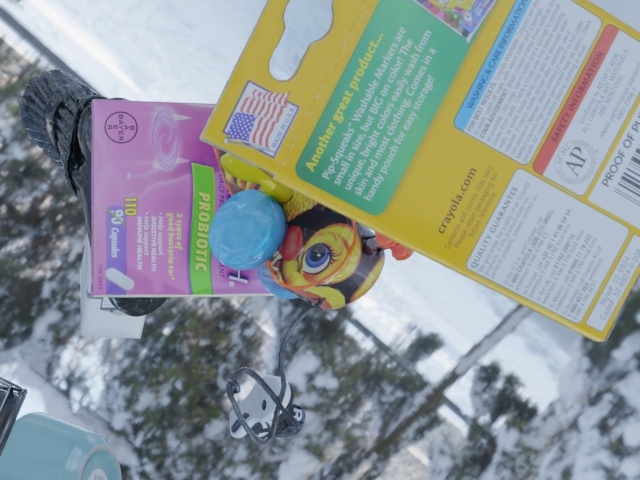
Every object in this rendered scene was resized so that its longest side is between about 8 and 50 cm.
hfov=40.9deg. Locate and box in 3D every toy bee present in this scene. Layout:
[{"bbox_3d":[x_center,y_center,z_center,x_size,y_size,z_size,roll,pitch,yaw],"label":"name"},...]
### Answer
[{"bbox_3d":[0.000,0.000,0.744,0.195,0.162,0.298,9,-120,-65],"label":"toy bee"}]

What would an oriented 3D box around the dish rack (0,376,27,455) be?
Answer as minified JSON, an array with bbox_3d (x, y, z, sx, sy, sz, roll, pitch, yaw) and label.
[{"bbox_3d":[-0.327,0.206,0.759,0.074,0.208,0.271,24,171,-12],"label":"dish rack"}]

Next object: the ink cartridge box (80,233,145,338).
[{"bbox_3d":[-0.385,0.019,1.646,0.122,0.289,0.211,5,-137,-19],"label":"ink cartridge box"}]

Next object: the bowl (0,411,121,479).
[{"bbox_3d":[-0.519,0.504,1.744,0.163,0.311,0.311,-5,161,16],"label":"bowl"}]

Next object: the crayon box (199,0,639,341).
[{"bbox_3d":[0.101,-0.089,0.601,0.323,0.203,0.083,26,-176,-16],"label":"crayon box"}]

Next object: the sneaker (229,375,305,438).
[{"bbox_3d":[-0.068,0.299,1.538,0.121,0.079,0.217,10,149,-27],"label":"sneaker"}]

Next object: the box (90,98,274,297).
[{"bbox_3d":[-0.137,-0.042,0.982,0.243,0.213,0.117,1,178,-13],"label":"box"}]

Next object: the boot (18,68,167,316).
[{"bbox_3d":[-0.334,-0.077,1.304,0.260,0.131,0.347,21,121,45],"label":"boot"}]
